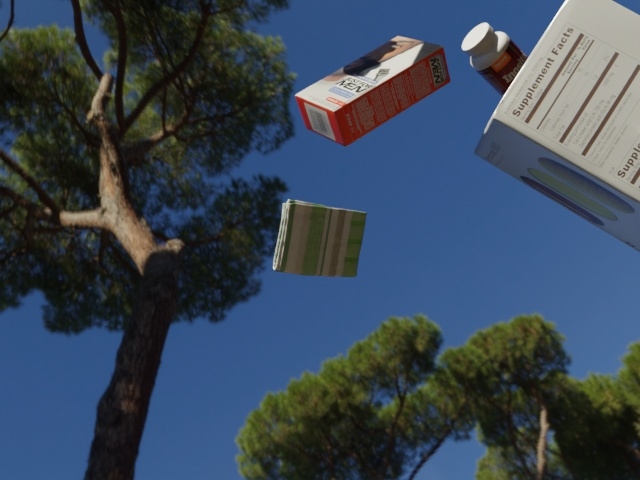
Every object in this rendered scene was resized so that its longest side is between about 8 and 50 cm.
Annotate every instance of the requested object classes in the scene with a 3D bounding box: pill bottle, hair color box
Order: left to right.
[{"bbox_3d":[0.065,-0.187,0.846,0.167,0.093,0.053,-33,-54,-18],"label":"hair color box"},{"bbox_3d":[0.343,-0.340,1.314,0.152,0.086,0.086,35,-79,-24],"label":"pill bottle"}]

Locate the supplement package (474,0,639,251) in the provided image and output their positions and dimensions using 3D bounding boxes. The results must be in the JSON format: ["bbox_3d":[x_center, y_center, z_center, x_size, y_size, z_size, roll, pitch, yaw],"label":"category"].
[{"bbox_3d":[0.277,-0.082,0.595,0.244,0.139,0.133,32,-92,9],"label":"supplement package"}]

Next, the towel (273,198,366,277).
[{"bbox_3d":[0.000,0.000,1.076,0.152,0.023,0.113,7,-83,-34],"label":"towel"}]
